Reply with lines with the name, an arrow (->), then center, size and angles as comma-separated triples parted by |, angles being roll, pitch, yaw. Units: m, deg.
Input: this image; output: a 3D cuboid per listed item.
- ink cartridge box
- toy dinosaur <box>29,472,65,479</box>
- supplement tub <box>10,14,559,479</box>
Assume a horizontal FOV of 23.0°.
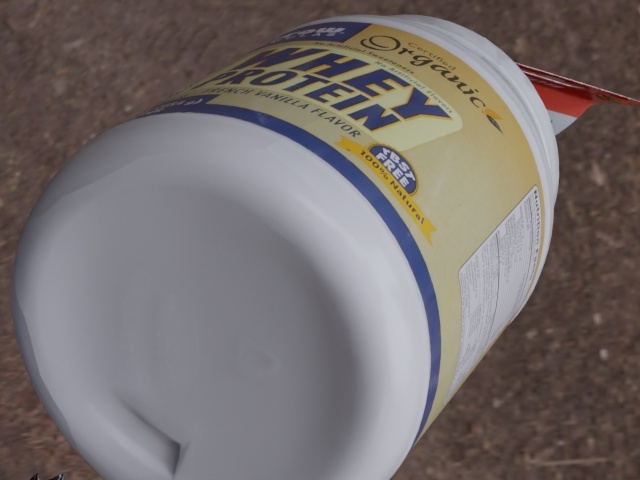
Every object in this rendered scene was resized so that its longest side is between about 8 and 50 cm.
ink cartridge box -> 0.110, -0.108, 1.202 | 0.189, 0.232, 0.066 | 12, 97, -30
toy dinosaur -> -0.361, 0.361, 1.693 | 0.164, 0.322, 0.218 | 35, 34, -47
supplement tub -> 0.000, 0.000, 0.896 | 0.228, 0.228, 0.316 | 61, 31, -8
